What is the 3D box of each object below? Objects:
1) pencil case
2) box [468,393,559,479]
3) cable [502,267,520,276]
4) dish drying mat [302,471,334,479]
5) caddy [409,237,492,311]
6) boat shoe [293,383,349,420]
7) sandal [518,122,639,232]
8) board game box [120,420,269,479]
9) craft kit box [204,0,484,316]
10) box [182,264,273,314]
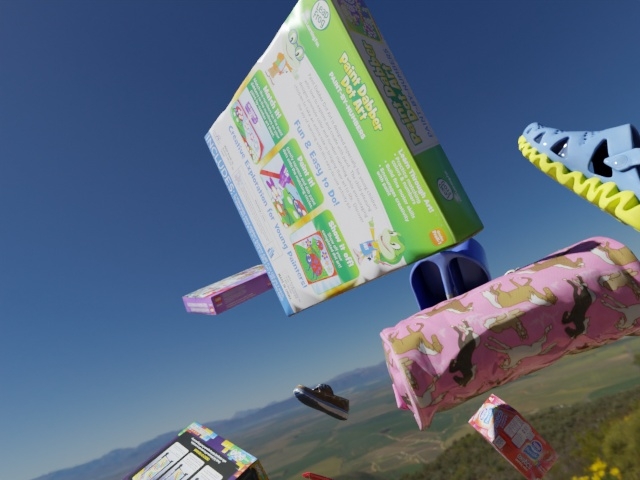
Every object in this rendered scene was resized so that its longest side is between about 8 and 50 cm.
[{"bbox_3d":[0.279,0.136,0.598,0.386,0.167,0.160,-23,7,-1],"label":"pencil case"},{"bbox_3d":[0.625,0.641,1.298,0.128,0.257,0.122,-46,15,-6],"label":"box"},{"bbox_3d":[0.597,0.178,1.374,0.139,0.072,0.287,-10,-25,-32],"label":"cable"},{"bbox_3d":[-0.005,0.610,1.029,0.083,0.008,0.032,33,-55,-25],"label":"dish drying mat"},{"bbox_3d":[0.429,0.150,1.290,0.241,0.179,0.341,-10,-58,28],"label":"caddy"},{"bbox_3d":[0.005,0.454,1.161,0.183,0.066,0.066,35,-40,-17],"label":"boat shoe"},{"bbox_3d":[0.476,-0.134,0.674,0.126,0.317,0.138,15,-63,-33],"label":"sandal"},{"bbox_3d":[-0.156,0.286,0.448,0.141,0.048,0.170,-32,14,-37],"label":"board game box"},{"bbox_3d":[-0.005,-0.070,0.414,0.061,0.250,0.246,-21,-7,-41],"label":"craft kit box"},{"bbox_3d":[-0.249,0.144,1.242,0.293,0.057,0.201,-23,9,-40],"label":"box"}]
